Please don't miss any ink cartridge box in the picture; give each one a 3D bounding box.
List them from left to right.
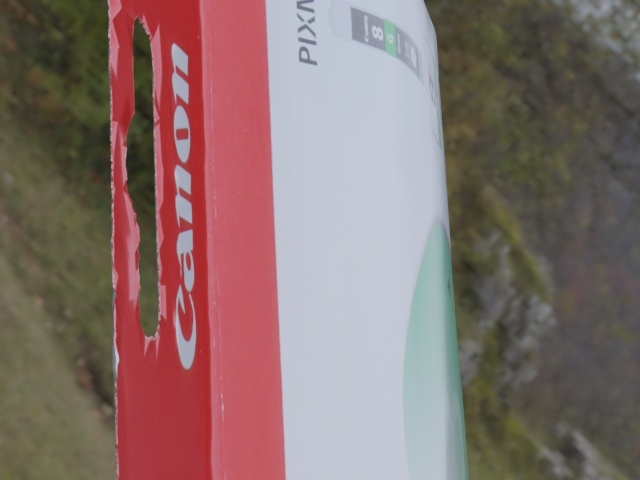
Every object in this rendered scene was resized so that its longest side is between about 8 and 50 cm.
[{"bbox_3d":[0.000,0.000,0.455,0.224,0.056,0.181,51,35,-77],"label":"ink cartridge box"}]
